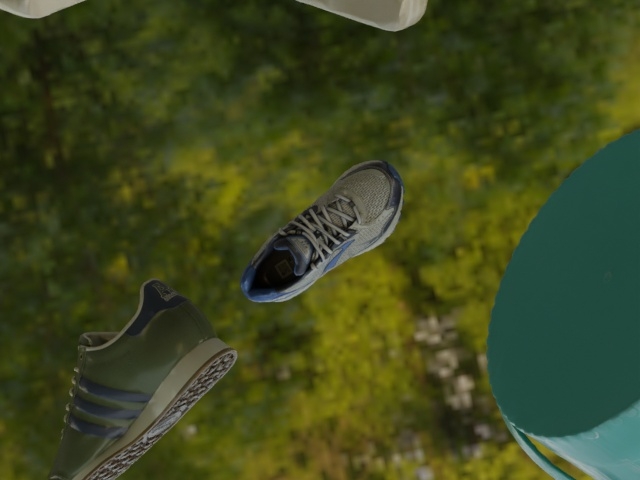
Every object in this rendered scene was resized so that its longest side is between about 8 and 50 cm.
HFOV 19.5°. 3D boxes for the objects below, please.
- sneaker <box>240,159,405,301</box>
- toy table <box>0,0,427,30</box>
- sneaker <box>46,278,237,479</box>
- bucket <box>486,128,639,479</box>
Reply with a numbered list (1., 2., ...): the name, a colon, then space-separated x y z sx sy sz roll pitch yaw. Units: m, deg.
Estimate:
1. sneaker: 0.000 0.000 1.215 0.135 0.052 0.058 -43 173 24
2. toy table: -0.052 -0.205 0.836 0.252 0.161 0.274 29 -146 35
3. sneaker: -0.143 0.103 1.308 0.192 0.086 0.064 -45 166 29
4. bucket: 0.259 0.065 1.288 0.183 0.281 0.281 31 157 -26
